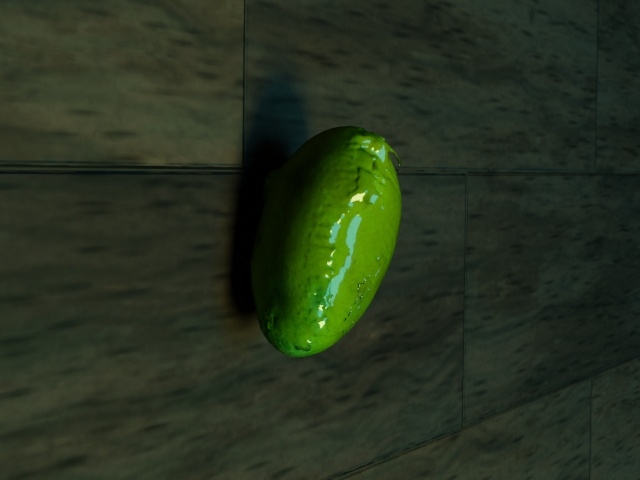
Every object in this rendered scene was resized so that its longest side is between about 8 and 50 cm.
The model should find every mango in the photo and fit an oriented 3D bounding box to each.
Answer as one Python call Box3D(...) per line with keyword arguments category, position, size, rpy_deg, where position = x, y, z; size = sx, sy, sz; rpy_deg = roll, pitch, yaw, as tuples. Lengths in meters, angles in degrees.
Box3D(category="mango", position=(-0.001, 0.000, 1.259), size=(0.119, 0.100, 0.178), rpy_deg=(66, 38, -59))
